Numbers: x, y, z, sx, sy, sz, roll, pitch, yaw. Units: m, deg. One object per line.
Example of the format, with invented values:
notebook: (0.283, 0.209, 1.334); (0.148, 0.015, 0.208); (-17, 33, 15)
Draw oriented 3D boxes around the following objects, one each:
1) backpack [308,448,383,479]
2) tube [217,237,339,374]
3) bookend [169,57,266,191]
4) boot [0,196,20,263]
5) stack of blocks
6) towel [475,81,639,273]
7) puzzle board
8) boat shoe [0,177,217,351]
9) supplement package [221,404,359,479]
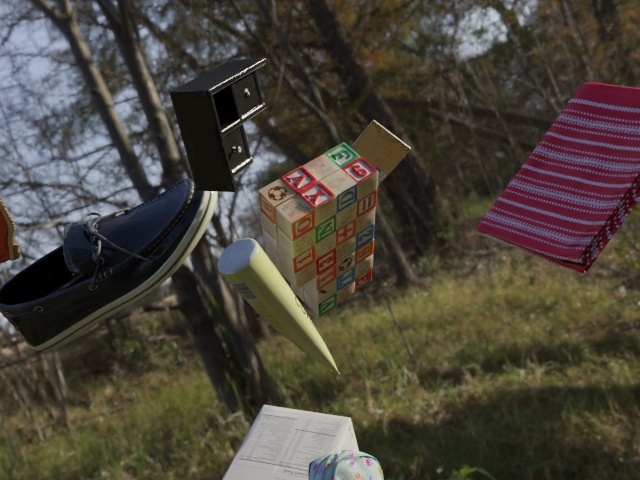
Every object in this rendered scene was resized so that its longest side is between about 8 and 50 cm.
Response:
backpack: (0.046, 0.446, 1.280); (0.152, 0.181, 0.115); (10, -26, -37)
tube: (-0.052, 0.094, 1.037); (0.062, 0.240, 0.070); (-17, 40, 22)
bookend: (-0.135, -0.176, 1.149); (0.072, 0.157, 0.156); (4, 30, 29)
boot: (-0.542, -0.017, 1.232); (0.085, 0.059, 0.157); (-20, -42, -29)
stack of blocks: (0.000, 0.000, 1.281); (0.171, 0.087, 0.297); (-33, -33, -22)
towel: (0.349, -0.096, 1.013); (0.275, 0.031, 0.199); (-52, 34, -7)
puzzle board: (0.105, -0.168, 1.532); (0.128, 0.096, 0.011); (-48, 13, 28)
boat shoe: (-0.410, 0.030, 1.447); (0.500, 0.156, 0.186); (-34, 37, 12)
supplement package: (-0.056, 0.490, 1.465); (0.198, 0.199, 0.262); (3, 36, 23)
